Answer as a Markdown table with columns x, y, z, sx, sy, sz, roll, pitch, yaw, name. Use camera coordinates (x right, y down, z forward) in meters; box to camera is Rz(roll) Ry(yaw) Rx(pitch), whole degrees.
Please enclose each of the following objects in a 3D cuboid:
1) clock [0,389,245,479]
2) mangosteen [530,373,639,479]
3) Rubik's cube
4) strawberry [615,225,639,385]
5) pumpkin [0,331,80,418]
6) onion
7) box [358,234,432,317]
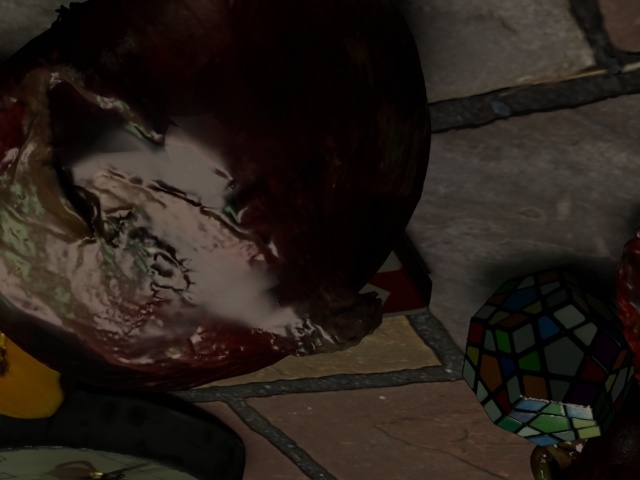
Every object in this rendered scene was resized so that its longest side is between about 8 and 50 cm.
| x | y | z | sx | sy | sz | roll | pitch | yaw | name |
| --- | --- | --- | --- | --- | --- | --- | --- | --- | --- |
| -0.246 | 0.258 | 1.167 | 0.325 | 0.067 | 0.325 | 2 | 148 | 2 | clock |
| 0.258 | 0.178 | 0.873 | 0.200 | 0.200 | 0.200 | 6 | 147 | 4 | mangosteen |
| 0.172 | 0.087 | 0.783 | 0.133 | 0.133 | 0.112 | -15 | 113 | 32 | Rubik's cube |
| 0.277 | 0.090 | 0.737 | 0.228 | 0.174 | 0.098 | 25 | 176 | -12 | strawberry |
| -0.211 | 0.019 | 0.748 | 0.222 | 0.139 | 0.317 | 17 | 145 | -9 | pumpkin |
| -0.049 | -0.012 | 0.540 | 0.272 | 0.195 | 0.272 | -21 | 138 | -21 | onion |
| 0.000 | 0.000 | 0.761 | 0.115 | 0.036 | 0.177 | -8 | 144 | 23 | box |
